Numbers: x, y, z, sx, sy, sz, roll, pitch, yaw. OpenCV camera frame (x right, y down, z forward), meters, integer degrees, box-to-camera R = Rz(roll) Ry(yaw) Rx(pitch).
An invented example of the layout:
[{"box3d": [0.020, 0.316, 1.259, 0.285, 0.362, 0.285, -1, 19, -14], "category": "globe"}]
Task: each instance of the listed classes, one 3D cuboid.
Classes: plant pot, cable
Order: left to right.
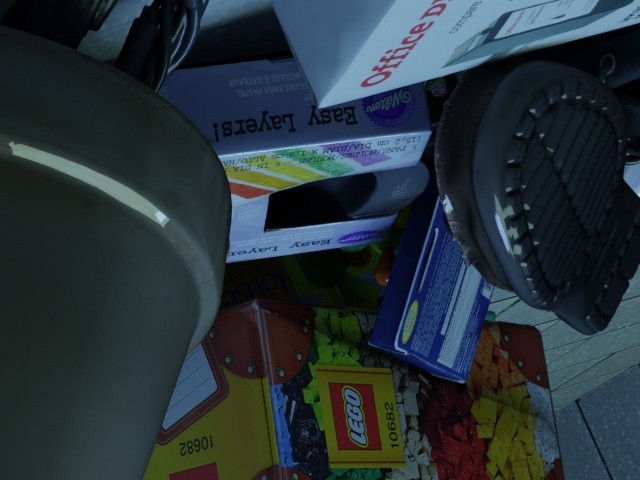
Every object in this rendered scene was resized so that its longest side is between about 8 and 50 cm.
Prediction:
[{"box3d": [-0.214, 0.087, 0.918, 0.323, 0.280, 0.323, 2, 149, 1], "category": "plant pot"}, {"box3d": [-0.113, -0.115, 0.975, 0.150, 0.047, 0.184, -26, 151, -57], "category": "cable"}]

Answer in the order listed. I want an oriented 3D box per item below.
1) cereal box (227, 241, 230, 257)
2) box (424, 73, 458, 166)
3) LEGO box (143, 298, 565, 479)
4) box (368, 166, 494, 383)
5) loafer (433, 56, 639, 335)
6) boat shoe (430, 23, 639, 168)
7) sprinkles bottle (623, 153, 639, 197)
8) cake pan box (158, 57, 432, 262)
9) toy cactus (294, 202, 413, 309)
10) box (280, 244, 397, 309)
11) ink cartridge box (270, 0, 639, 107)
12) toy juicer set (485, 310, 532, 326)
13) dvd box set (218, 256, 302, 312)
[{"box3d": [-0.198, -0.011, 1.087, 0.240, 0.047, 0.173, 29, 133, -36], "category": "cereal box"}, {"box3d": [0.070, -0.099, 1.309, 0.052, 0.083, 0.062, -20, 165, -13], "category": "box"}, {"box3d": [-0.092, 0.210, 1.609, 0.500, 0.193, 0.372, -20, 162, 40], "category": "LEGO box"}, {"box3d": [0.089, 0.027, 1.365, 0.036, 0.136, 0.225, 16, 174, 18], "category": "box"}, {"box3d": [0.124, -0.025, 1.196, 0.134, 0.130, 0.366, -62, 158, -9], "category": "loafer"}, {"box3d": [0.237, -0.126, 1.337, 0.187, 0.156, 0.500, -11, 163, -46], "category": "boat shoe"}, {"box3d": [0.319, -0.074, 1.725, 0.121, 0.121, 0.355, -30, 165, 25], "category": "sprinkles bottle"}, {"box3d": [-0.062, -0.047, 1.235, 0.267, 0.070, 0.246, -8, 166, -9], "category": "cake pan box"}, {"box3d": [0.000, 0.000, 1.466, 0.180, 0.112, 0.219, 5, 155, 8], "category": "toy cactus"}, {"box3d": [0.026, 0.022, 1.628, 0.109, 0.042, 0.178, -23, 138, 0], "category": "box"}, {"box3d": [0.128, -0.192, 0.973, 0.289, 0.121, 0.211, -17, 166, -23], "category": "ink cartridge box"}, {"box3d": [0.072, 0.102, 1.841, 0.209, 0.089, 0.329, -2, 166, -10], "category": "toy juicer set"}, {"box3d": [-0.044, 0.073, 1.824, 0.420, 0.062, 0.307, -23, 166, 2], "category": "dvd box set"}]
